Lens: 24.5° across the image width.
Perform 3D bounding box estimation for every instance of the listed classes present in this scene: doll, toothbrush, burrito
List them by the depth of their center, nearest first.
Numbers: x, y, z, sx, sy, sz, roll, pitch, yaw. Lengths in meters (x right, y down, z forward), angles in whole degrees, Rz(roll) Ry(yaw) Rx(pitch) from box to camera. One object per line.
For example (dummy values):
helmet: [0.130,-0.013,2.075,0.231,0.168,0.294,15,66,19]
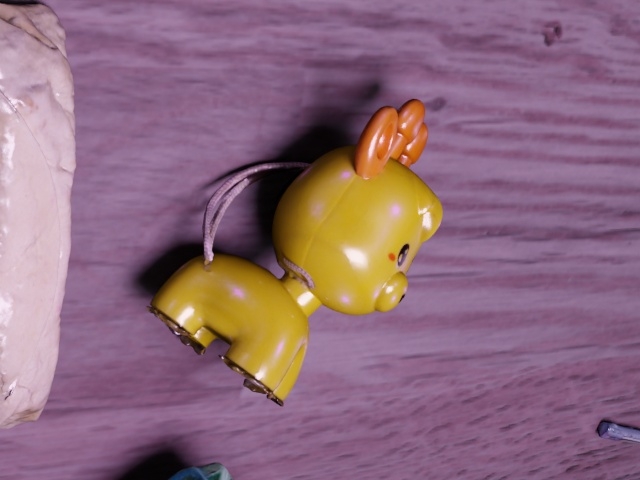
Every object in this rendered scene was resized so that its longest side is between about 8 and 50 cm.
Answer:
burrito: [-0.186,-0.002,0.872,0.082,0.059,0.275,-19,123,-50]
doll: [0.000,0.000,0.972,0.221,0.135,0.143,-51,162,-5]
toothbrush: [0.328,0.184,1.333,0.219,0.016,0.019,14,106,-37]

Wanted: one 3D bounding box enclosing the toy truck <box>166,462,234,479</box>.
toy truck: [-0.064,0.283,1.051,0.155,0.156,0.279,-39,129,-8]
